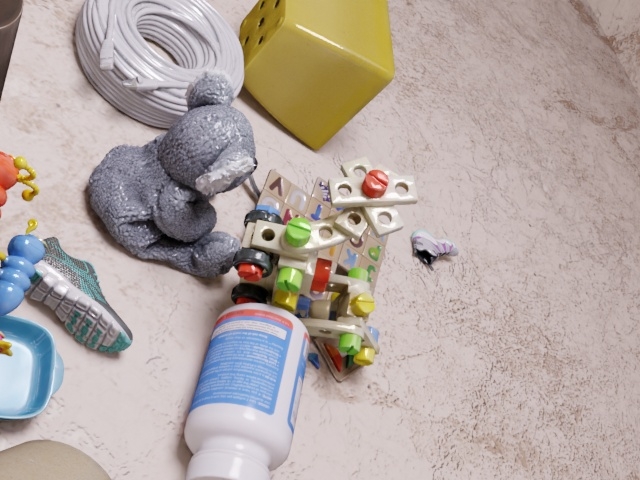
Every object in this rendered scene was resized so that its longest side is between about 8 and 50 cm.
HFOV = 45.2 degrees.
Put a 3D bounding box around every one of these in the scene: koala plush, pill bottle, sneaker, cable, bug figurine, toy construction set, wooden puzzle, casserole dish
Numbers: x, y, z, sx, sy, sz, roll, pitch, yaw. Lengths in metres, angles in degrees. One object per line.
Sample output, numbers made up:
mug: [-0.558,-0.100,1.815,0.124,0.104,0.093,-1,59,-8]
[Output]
koala plush: [-0.161,-0.090,0.968,0.203,0.221,0.196,13,53,-35]
pill bottle: [-0.088,0.193,0.897,0.124,0.124,0.221,32,43,-20]
sneaker: [-0.273,0.057,0.881,0.166,0.065,0.076,44,37,-10]
cable: [-0.235,-0.285,1.152,0.257,0.089,0.257,9,54,-39]
bug figurine: [-0.297,0.043,0.663,0.072,0.279,0.216,18,68,-7]
toy construction set: [0.002,0.039,0.972,0.215,0.328,0.151,13,47,-1]
wooden puzzle: [0.030,0.160,1.115,0.078,0.014,0.116,53,41,3]
sneaker: [0.203,0.026,1.359,0.098,0.038,0.069,19,50,-19]
casserole dish: [-0.356,0.124,0.772,0.188,0.037,0.114,19,49,-33]

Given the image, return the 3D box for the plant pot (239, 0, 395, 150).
plant pot: [-0.022,-0.318,1.272,0.187,0.212,0.212,24,47,-29]

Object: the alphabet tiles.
alphabet tiles: [0.000,0.000,1.167,0.237,0.009,0.198,34,55,-25]

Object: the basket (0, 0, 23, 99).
basket: [-0.417,-0.198,0.812,0.204,0.227,0.154,35,42,-17]

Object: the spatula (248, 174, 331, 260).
spatula: [-0.084,-0.067,1.164,0.296,0.030,0.084,48,23,-9]

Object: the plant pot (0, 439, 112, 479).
plant pot: [-0.274,0.286,0.595,0.256,0.256,0.274,45,23,-6]
